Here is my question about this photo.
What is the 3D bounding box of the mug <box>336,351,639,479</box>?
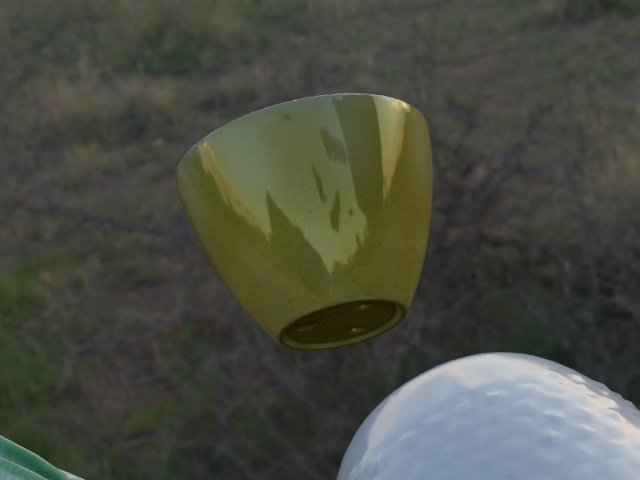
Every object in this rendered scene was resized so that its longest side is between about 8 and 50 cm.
[{"bbox_3d":[0.191,0.235,1.067,0.374,0.276,0.328,-8,44,-19],"label":"mug"}]

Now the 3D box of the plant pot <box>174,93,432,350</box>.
[{"bbox_3d":[0.000,0.000,0.857,0.134,0.095,0.134,-11,-22,-4],"label":"plant pot"}]

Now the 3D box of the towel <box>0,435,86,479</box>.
[{"bbox_3d":[-0.204,0.130,0.437,0.324,0.248,0.038,21,-13,6],"label":"towel"}]
